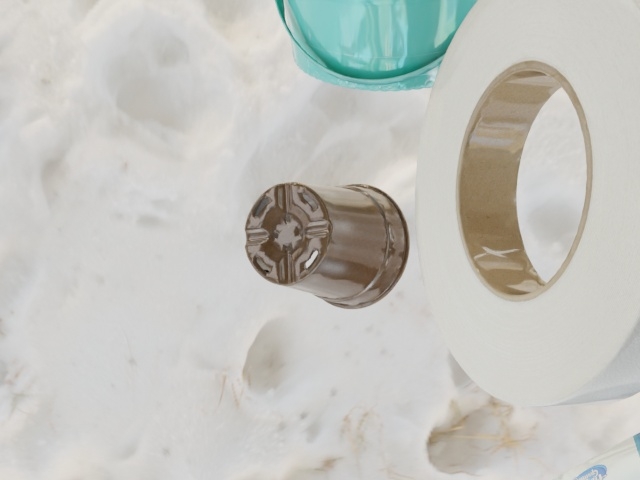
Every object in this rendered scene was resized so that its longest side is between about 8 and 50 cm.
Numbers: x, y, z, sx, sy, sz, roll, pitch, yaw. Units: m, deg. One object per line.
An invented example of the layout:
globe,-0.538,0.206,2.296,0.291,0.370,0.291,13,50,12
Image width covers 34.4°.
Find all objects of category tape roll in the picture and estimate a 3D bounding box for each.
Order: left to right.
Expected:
tape roll,0.201,-0.049,0.902,0.072,0.392,0.392,2,76,-22

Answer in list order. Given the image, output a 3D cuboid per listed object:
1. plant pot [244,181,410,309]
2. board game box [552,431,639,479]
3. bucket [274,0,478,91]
plant pot,0.000,0.000,1.294,0.167,0.165,0.167,-4,82,33
board game box,0.294,0.234,0.599,0.253,0.336,0.079,-36,123,24
bucket,0.080,-0.298,1.161,0.281,0.183,0.281,-3,32,2
